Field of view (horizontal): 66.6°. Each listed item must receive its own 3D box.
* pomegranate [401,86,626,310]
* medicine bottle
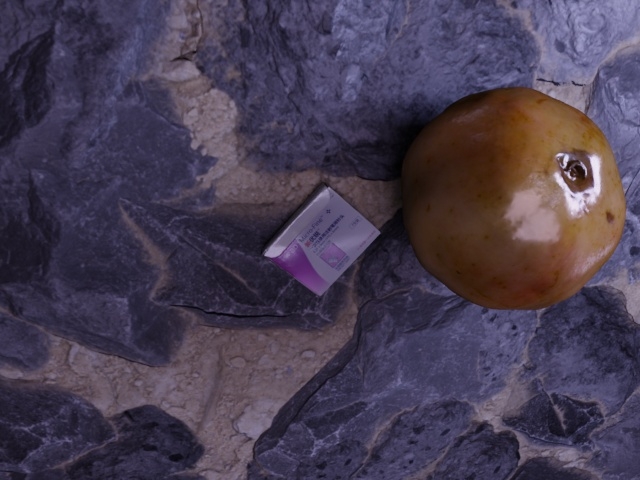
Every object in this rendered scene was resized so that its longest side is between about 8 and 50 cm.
[{"bbox_3d":[0.344,-0.068,0.915,0.411,0.411,0.411,-5,115,-11],"label":"pomegranate"},{"bbox_3d":[0.000,0.000,1.036,0.171,0.052,0.201,40,99,-25],"label":"medicine bottle"}]
